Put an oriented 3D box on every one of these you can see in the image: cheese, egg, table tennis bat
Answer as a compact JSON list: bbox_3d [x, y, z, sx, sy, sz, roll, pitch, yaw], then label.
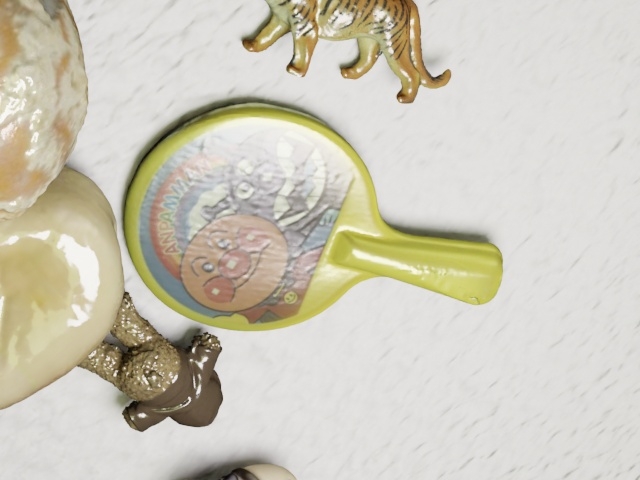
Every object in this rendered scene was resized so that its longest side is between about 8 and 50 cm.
[{"bbox_3d":[-0.282,0.033,1.333,0.218,0.117,0.235,33,100,-25],"label":"cheese"},{"bbox_3d":[-0.277,-0.127,1.211,0.195,0.195,0.233,-5,105,-13],"label":"egg"},{"bbox_3d":[0.000,0.000,1.430,0.369,0.054,0.224,14,112,-17],"label":"table tennis bat"}]

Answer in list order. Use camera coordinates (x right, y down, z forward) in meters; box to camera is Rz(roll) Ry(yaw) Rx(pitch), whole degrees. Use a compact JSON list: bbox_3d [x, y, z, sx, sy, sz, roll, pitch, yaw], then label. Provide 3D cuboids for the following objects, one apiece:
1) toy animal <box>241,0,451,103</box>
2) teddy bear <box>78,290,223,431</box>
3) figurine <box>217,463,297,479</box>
[{"bbox_3d":[0.013,-0.187,1.336,0.241,0.057,0.099,13,111,-20],"label":"toy animal"},{"bbox_3d":[-0.152,0.122,1.434,0.160,0.078,0.119,38,97,-26],"label":"teddy bear"},{"bbox_3d":[-0.149,0.381,1.497,0.412,0.241,0.306,-24,129,-14],"label":"figurine"}]
